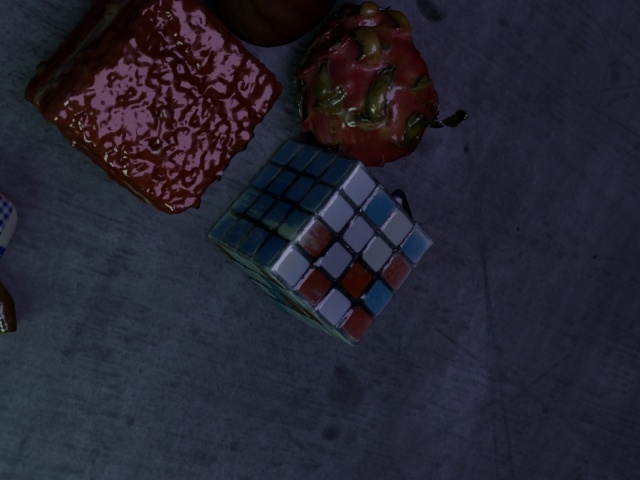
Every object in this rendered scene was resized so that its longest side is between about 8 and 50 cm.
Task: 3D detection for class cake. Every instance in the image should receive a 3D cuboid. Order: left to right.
[{"bbox_3d":[-0.273,-0.228,1.440,0.270,0.319,0.269,43,81,-29],"label":"cake"}]

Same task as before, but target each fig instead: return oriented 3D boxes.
[{"bbox_3d":[-0.078,-0.443,1.558,0.235,0.235,0.214,-44,123,-16],"label":"fig"}]

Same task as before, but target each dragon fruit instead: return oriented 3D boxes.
[{"bbox_3d":[0.089,-0.289,1.706,0.250,0.269,0.291,-22,118,-37],"label":"dragon fruit"}]

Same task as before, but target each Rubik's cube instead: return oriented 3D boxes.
[{"bbox_3d":[-0.001,0.000,1.719,0.256,0.259,0.253,-51,125,-11],"label":"Rubik's cube"}]

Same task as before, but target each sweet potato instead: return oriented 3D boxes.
[{"bbox_3d":[-0.524,0.101,1.530,0.049,0.049,0.117,-15,107,-30],"label":"sweet potato"}]

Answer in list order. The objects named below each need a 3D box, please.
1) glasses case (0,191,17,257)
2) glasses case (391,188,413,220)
[{"bbox_3d":[-0.591,0.060,1.455,0.125,0.076,0.327,34,84,-37],"label":"glasses case"},{"bbox_3d":[0.171,-0.064,1.958,0.033,0.023,0.083,-34,119,-23],"label":"glasses case"}]
